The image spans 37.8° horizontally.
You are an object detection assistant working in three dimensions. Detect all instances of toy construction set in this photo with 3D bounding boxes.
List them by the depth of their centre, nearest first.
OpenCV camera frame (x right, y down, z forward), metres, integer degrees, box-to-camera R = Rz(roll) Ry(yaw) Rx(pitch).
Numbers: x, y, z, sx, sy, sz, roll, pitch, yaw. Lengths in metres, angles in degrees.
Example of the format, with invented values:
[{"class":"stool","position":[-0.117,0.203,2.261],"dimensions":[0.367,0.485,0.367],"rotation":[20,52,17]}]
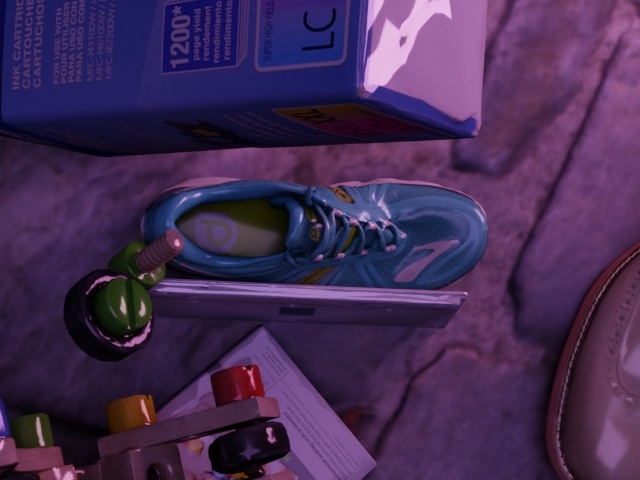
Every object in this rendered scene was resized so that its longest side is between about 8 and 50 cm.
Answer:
[{"class":"toy construction set","position":[-0.152,0.205,0.618],"dimensions":[0.237,0.257,0.309],"rotation":[-31,95,35]}]

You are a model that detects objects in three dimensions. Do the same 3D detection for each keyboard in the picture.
[{"class":"keyboard","position":[-0.017,0.050,0.732],"dimensions":[0.256,0.072,0.014],"rotation":[3,70,-8]}]

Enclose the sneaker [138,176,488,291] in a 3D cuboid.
[{"class":"sneaker","position":[0.000,0.000,0.717],"dimensions":[0.275,0.110,0.107],"rotation":[0,87,-9]}]

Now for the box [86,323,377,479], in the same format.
[{"class":"box","position":[-0.073,0.179,0.734],"dimensions":[0.186,0.038,0.145],"rotation":[-39,92,-7]}]

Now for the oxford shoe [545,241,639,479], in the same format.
[{"class":"oxford shoe","position":[0.323,0.041,0.741],"dimensions":[0.140,0.146,0.397],"rotation":[36,83,-5]}]

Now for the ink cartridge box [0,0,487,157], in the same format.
[{"class":"ink cartridge box","position":[-0.093,-0.197,0.627],"dimensions":[0.395,0.151,0.270],"rotation":[1,85,36]}]
